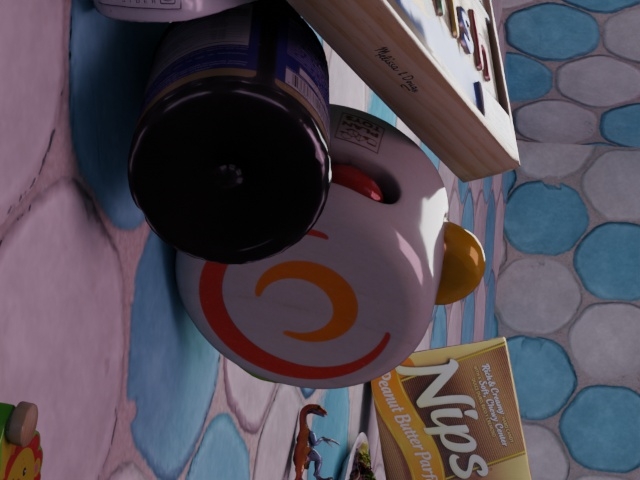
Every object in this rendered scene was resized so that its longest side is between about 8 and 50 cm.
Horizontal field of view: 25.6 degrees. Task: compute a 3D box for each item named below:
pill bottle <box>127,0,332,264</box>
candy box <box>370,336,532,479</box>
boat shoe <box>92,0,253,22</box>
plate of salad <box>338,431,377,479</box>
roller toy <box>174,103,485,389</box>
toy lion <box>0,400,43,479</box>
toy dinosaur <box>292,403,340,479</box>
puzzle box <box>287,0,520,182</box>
[{"bbox_3d":[-0.054,-0.088,0.917,0.219,0.123,0.122,-90,177,-61],"label":"pill bottle"},{"bbox_3d":[0.176,0.296,1.801,0.087,0.183,0.316,63,18,-70],"label":"candy box"},{"bbox_3d":[-0.049,-0.233,0.937,0.335,0.121,0.119,-54,150,-64],"label":"boat shoe"},{"bbox_3d":[0.052,0.337,1.733,0.200,0.048,0.199,3,90,-77],"label":"plate of salad"},{"bbox_3d":[0.000,0.000,1.056,0.191,0.209,0.146,58,29,-28],"label":"roller toy"},{"bbox_3d":[-0.169,0.134,0.728,0.100,0.034,0.096,-73,169,-45],"label":"toy lion"},{"bbox_3d":[-0.010,0.208,1.441,0.090,0.047,0.082,14,62,-67],"label":"toy dinosaur"},{"bbox_3d":[0.041,-0.230,0.971,0.409,0.052,0.272,35,44,-62],"label":"puzzle box"}]
